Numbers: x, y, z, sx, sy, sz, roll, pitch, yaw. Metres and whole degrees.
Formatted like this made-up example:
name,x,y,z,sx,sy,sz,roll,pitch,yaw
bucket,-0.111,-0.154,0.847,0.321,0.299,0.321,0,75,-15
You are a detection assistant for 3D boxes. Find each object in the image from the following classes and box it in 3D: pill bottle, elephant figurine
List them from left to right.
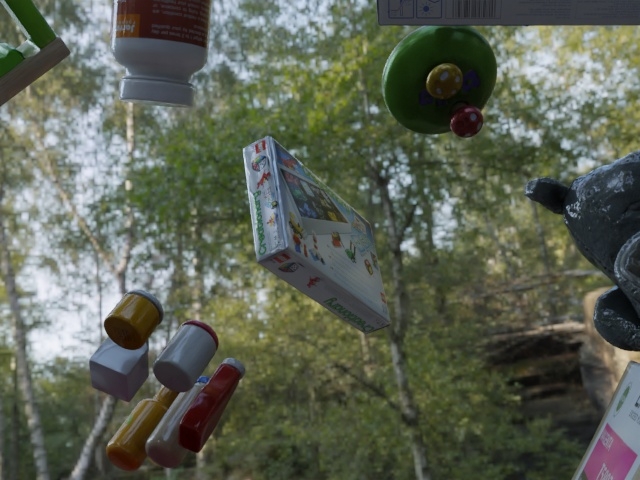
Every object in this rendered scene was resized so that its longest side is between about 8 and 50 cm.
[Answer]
name,x,y,z,sx,sy,sz,roll,pitch,yaw
pill bottle,-0.195,-0.276,1.045,0.121,0.216,0.121,4,4,0
elephant figurine,0.328,0.036,0.791,0.169,0.239,0.186,26,-41,-37

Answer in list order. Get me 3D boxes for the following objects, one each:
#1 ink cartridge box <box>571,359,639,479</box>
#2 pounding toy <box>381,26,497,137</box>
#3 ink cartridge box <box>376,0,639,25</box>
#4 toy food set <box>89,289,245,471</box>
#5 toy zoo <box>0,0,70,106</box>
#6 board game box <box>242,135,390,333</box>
name,x,y,z,sx,sy,sz,roll,pitch,yaw
ink cartridge box,0.227,0.190,0.585,0.088,0.193,0.235,26,1,13
pounding toy,0.205,-0.243,1.265,0.183,0.110,0.237,17,-61,-25
ink cartridge box,0.143,-0.169,0.529,0.207,0.097,0.046,3,-57,11
toy food set,-0.139,0.125,0.804,0.111,0.104,0.232,19,-48,13
toy zoo,-0.292,-0.160,0.446,0.192,0.030,0.293,-41,-46,-13
board game box,0.000,0.000,1.263,0.053,0.193,0.305,-24,-35,22
